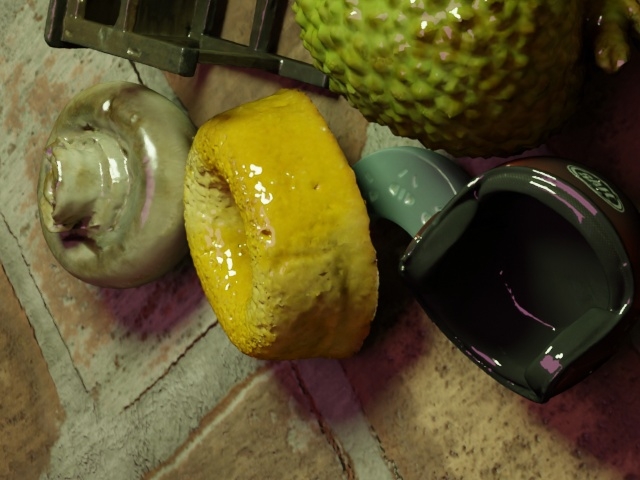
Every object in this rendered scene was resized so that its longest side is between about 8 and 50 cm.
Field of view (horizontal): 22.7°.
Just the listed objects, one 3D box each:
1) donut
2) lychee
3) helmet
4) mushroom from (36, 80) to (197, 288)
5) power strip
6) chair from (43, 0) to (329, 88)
[{"bbox_3d":[-0.051,-0.007,1.571,0.277,0.108,0.278,42,138,54],"label":"donut"},{"bbox_3d":[0.133,-0.201,1.368,0.320,0.270,0.270,14,99,43],"label":"lychee"},{"bbox_3d":[0.183,0.029,1.361,0.189,0.193,0.216,42,130,17],"label":"helmet"},{"bbox_3d":[-0.224,-0.062,1.723,0.226,0.178,0.227,-11,73,40],"label":"mushroom"},{"bbox_3d":[0.099,-0.014,1.533,0.216,0.044,0.137,34,110,36],"label":"power strip"},{"bbox_3d":[-0.187,-0.294,1.651,0.416,0.240,0.203,20,105,38],"label":"chair"}]
